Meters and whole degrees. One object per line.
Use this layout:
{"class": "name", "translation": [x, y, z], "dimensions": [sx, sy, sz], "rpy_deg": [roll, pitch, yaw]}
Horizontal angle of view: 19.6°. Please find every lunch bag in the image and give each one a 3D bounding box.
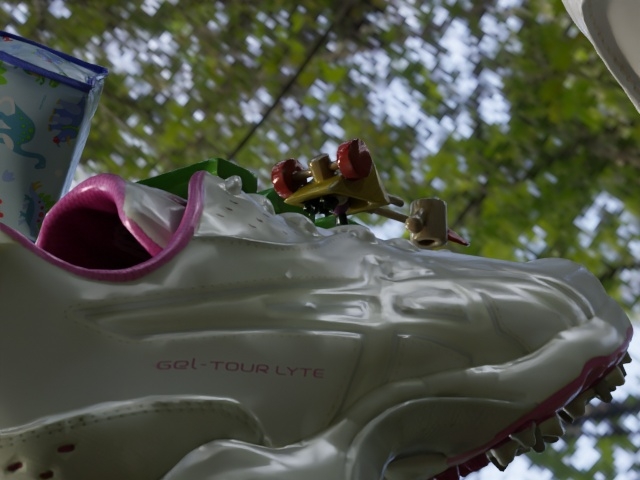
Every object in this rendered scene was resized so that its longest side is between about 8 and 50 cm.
{"class": "lunch bag", "translation": [-0.240, -0.082, 1.292], "dimensions": [0.151, 0.096, 0.129], "rpy_deg": [19, -77, -3]}

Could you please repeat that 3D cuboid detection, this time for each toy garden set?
{"class": "toy garden set", "translation": [0.000, 0.000, 1.345], "dimensions": [0.244, 0.203, 0.049], "rpy_deg": [24, -120, -47]}

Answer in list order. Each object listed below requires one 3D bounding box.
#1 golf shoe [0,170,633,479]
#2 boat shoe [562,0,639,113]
{"class": "golf shoe", "translation": [-0.004, 0.029, 0.577], "dimensions": [0.115, 0.140, 0.306], "rpy_deg": [-35, -10, 34]}
{"class": "boat shoe", "translation": [0.210, -0.051, 0.861], "dimensions": [0.098, 0.096, 0.277], "rpy_deg": [-27, -47, 36]}
